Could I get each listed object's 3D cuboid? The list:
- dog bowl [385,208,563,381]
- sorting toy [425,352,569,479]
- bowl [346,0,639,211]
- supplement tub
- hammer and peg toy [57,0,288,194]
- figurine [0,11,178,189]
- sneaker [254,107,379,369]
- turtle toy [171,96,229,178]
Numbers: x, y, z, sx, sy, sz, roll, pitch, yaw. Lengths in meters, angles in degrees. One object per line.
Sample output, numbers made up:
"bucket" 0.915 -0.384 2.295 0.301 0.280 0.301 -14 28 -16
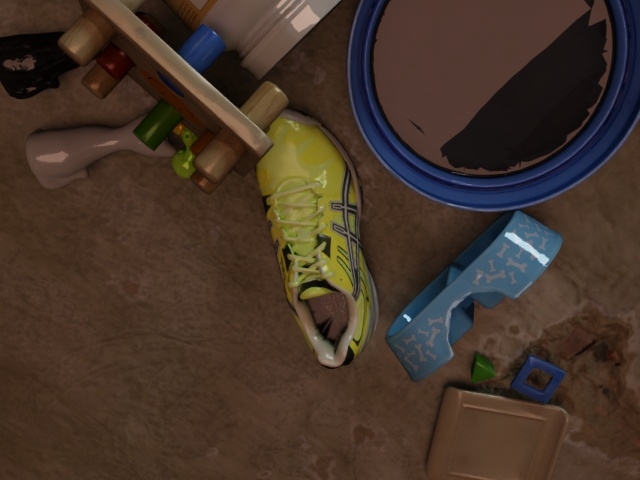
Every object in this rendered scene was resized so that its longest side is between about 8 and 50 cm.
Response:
"dog bowl" 0.206 0.073 1.038 0.074 0.166 0.297 43 108 0
"sorting toy" 0.281 0.326 1.185 0.195 0.047 0.348 11 111 5
"bowl" 0.228 -0.233 0.961 0.390 0.077 0.392 1 110 3
"supplement tub" -0.114 -0.369 0.853 0.228 0.228 0.316 -41 103 17
"hammer and peg toy" -0.207 -0.209 0.839 0.361 0.266 0.127 42 83 -9
"figurine" -0.314 -0.194 1.014 0.209 0.092 0.215 -11 110 4
"sneaker" 0.000 0.000 1.027 0.145 0.147 0.385 -17 106 12
"turtle toy" -0.163 -0.145 1.019 0.095 0.066 0.130 32 80 -8
